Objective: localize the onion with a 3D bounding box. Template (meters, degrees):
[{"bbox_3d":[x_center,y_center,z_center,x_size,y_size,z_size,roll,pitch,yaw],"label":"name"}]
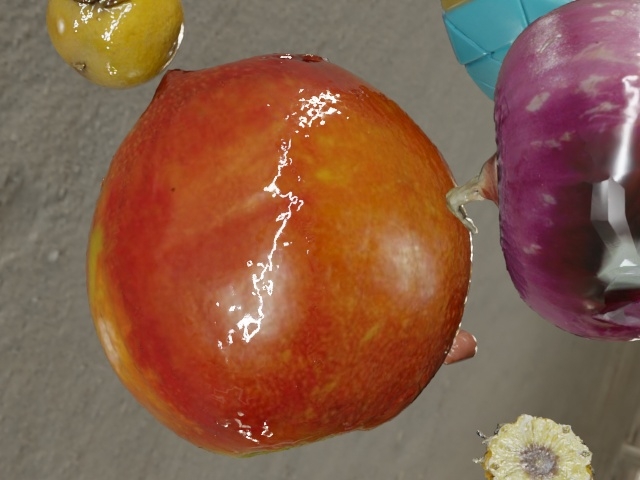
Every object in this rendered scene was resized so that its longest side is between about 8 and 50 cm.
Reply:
[{"bbox_3d":[0.181,-0.037,0.689,0.200,0.201,0.207,-34,147,-61],"label":"onion"}]

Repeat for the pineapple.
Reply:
[{"bbox_3d":[0.364,0.380,1.921,0.221,0.221,0.047,-57,166,-37],"label":"pineapple"}]

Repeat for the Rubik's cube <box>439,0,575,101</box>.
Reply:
[{"bbox_3d":[0.234,-0.253,1.212,0.254,0.254,0.254,17,90,-70],"label":"Rubik's cube"}]

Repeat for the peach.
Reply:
[{"bbox_3d":[-0.039,0.009,1.033,0.290,0.373,0.372,23,84,-77],"label":"peach"}]

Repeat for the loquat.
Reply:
[{"bbox_3d":[-0.211,-0.222,1.163,0.141,0.141,0.141,17,90,-70],"label":"loquat"}]

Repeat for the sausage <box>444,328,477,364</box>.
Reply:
[{"bbox_3d":[0.223,0.174,1.873,0.094,0.059,0.054,-1,69,-60],"label":"sausage"}]
